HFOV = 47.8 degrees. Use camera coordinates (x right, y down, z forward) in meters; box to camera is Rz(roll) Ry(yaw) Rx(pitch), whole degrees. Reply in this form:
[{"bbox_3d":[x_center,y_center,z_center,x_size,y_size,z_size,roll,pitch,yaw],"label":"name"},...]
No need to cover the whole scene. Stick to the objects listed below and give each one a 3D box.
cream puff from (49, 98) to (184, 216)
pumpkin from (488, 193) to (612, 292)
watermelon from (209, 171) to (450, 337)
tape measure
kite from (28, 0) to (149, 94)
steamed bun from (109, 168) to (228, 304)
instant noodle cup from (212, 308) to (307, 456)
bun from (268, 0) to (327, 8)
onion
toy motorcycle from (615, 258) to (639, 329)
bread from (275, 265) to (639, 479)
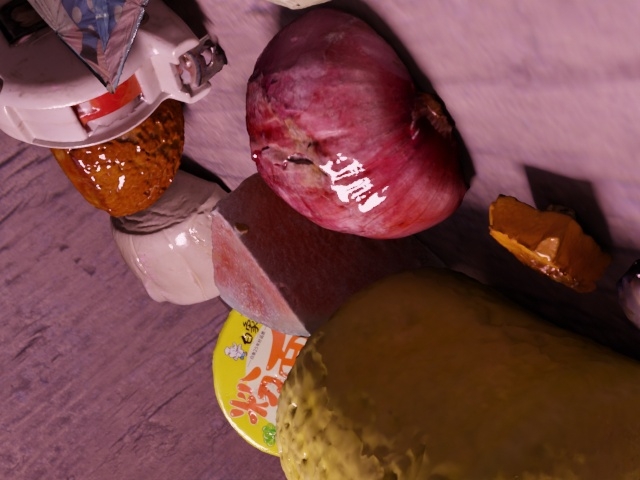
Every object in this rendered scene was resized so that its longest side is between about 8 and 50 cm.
[{"bbox_3d":[-0.330,-0.192,1.145,0.303,0.212,0.303,53,169,14],"label":"cream puff"},{"bbox_3d":[0.176,-0.003,0.557,0.083,0.054,0.074,31,-178,-40],"label":"pumpkin"},{"bbox_3d":[0.000,0.000,0.853,0.261,0.213,0.201,20,135,47],"label":"watermelon"},{"bbox_3d":[-0.292,-0.238,0.862,0.258,0.265,0.130,48,164,20],"label":"tape measure"},{"bbox_3d":[-0.242,-0.305,0.724,0.335,0.011,0.314,-1,106,38],"label":"kite"},{"bbox_3d":[-0.303,-0.011,1.483,0.383,0.236,0.247,24,153,53],"label":"steamed bun"},{"bbox_3d":[-0.029,0.187,1.208,0.311,0.311,0.221,49,175,-10],"label":"instant noodle cup"},{"bbox_3d":[-0.026,-0.227,0.394,0.195,0.118,0.195,44,171,8],"label":"bun"},{"bbox_3d":[0.001,-0.086,0.689,0.227,0.120,0.283,55,163,-15],"label":"onion"},{"bbox_3d":[0.334,0.140,0.352,0.401,0.134,0.207,31,160,48],"label":"toy motorcycle"},{"bbox_3d":[0.136,0.207,0.681,0.308,0.348,0.348,38,164,45],"label":"bread"}]
